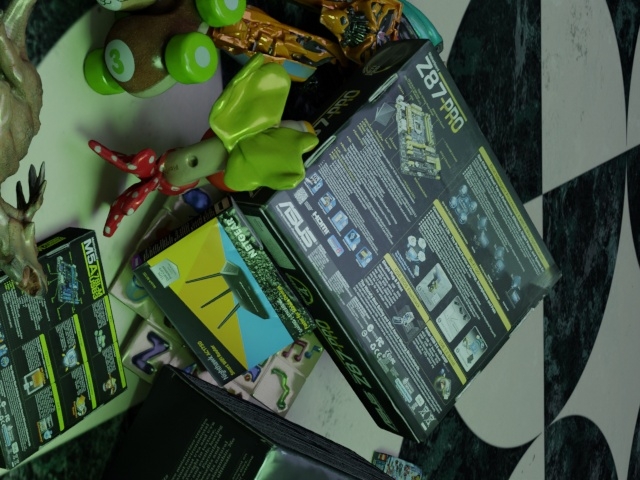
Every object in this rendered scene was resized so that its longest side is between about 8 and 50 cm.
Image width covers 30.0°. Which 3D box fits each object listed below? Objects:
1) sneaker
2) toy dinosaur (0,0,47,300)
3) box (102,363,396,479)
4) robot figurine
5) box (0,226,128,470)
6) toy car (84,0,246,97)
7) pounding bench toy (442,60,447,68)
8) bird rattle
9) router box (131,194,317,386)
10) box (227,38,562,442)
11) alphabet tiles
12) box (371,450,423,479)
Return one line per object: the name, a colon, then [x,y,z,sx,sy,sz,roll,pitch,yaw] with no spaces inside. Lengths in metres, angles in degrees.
sneaker: [0.100,-0.221,1.695,0.178,0.124,0.295,-34,123,-39]
toy dinosaur: [-0.297,-0.106,1.088,0.200,0.127,0.296,52,44,-52]
box: [-0.039,0.300,1.285,0.296,0.294,0.183,30,86,-29]
robot figurine: [-0.012,-0.272,1.469,0.291,0.085,0.211,14,85,-36]
box: [-0.284,0.105,1.209,0.184,0.045,0.191,-37,124,-52]
toy car: [-0.199,-0.250,1.195,0.188,0.155,0.149,45,57,-40]
pounding bench toy: [0.166,-0.230,1.852,0.065,0.052,0.083,-41,128,-48]
bird rattle: [-0.109,-0.079,1.271,0.207,0.253,0.143,-10,74,-63]
router box: [-0.106,0.058,1.333,0.179,0.133,0.046,56,4,-23]
box: [0.105,0.001,1.473,0.318,0.097,0.395,-46,119,-21]
alphabet tiles: [-0.084,0.042,1.413,0.285,0.011,0.342,40,72,-29]
box: [0.116,0.394,1.899,0.137,0.027,0.094,32,69,-55]
